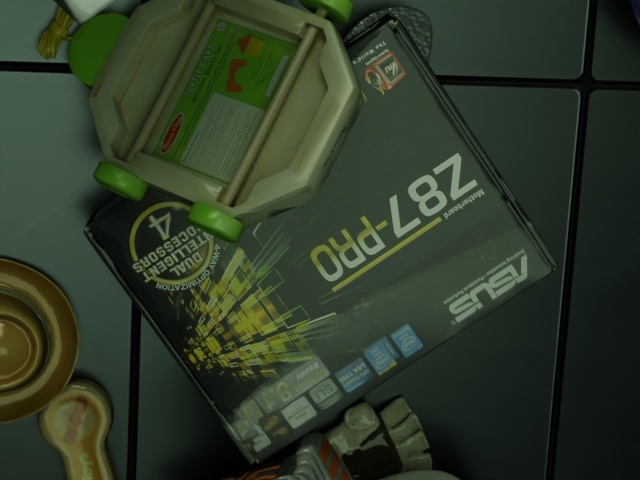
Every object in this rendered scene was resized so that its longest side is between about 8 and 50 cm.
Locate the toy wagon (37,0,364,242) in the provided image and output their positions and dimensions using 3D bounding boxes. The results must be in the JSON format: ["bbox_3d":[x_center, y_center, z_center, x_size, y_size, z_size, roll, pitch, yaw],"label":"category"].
[{"bbox_3d":[-0.128,-0.159,1.565,0.344,0.068,0.267,23,81,25],"label":"toy wagon"}]

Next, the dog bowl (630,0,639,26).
[{"bbox_3d":[0.458,-0.307,1.662,0.264,0.104,0.265,-10,110,-30],"label":"dog bowl"}]

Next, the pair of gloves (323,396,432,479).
[{"bbox_3d":[0.007,0.190,1.759,0.204,0.042,0.240,-19,105,-7],"label":"pair of gloves"}]

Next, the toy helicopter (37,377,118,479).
[{"bbox_3d":[-0.254,0.329,1.713,0.234,0.140,0.355,-13,95,1],"label":"toy helicopter"}]

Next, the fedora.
[{"bbox_3d":[-0.351,0.108,1.631,0.194,0.079,0.194,0,92,-9],"label":"fedora"}]

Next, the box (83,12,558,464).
[{"bbox_3d":[0.000,0.000,1.642,0.395,0.097,0.318,-33,102,6],"label":"box"}]

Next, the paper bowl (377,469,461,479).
[{"bbox_3d":[0.091,0.358,1.689,0.284,0.284,0.148,-25,105,-5],"label":"paper bowl"}]

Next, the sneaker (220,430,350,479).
[{"bbox_3d":[-0.073,0.316,1.606,0.180,0.321,0.125,-29,93,13],"label":"sneaker"}]

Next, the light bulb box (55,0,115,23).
[{"bbox_3d":[-0.240,-0.416,1.400,0.225,0.358,0.361,-35,106,-4],"label":"light bulb box"}]

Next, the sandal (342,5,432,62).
[{"bbox_3d":[0.037,-0.143,1.687,0.097,0.054,0.255,26,102,-8],"label":"sandal"}]
